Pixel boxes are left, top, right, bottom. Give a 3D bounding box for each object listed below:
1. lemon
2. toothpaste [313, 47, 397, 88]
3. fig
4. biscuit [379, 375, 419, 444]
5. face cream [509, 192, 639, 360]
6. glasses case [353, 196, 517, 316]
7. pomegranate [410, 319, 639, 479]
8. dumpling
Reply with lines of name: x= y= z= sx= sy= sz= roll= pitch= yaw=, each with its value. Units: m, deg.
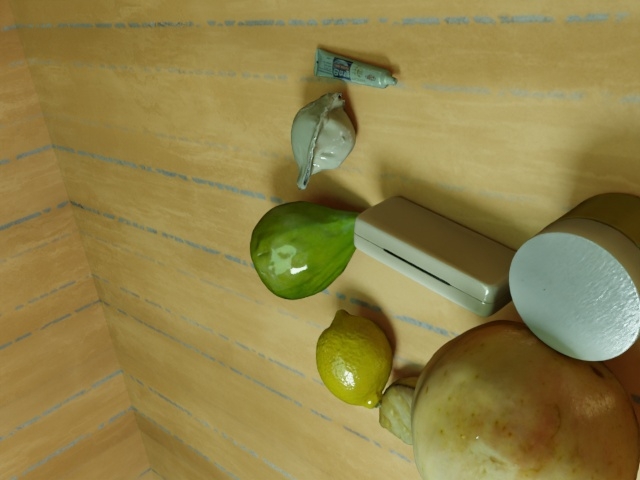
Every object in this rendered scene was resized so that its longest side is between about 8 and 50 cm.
lemon: x=0.080 y=0.280 z=1.707 sx=0.187 sy=0.187 sz=0.244 roll=-24 pitch=84 yaw=53
toothpaste: x=0.066 y=-0.341 z=1.462 sx=0.233 sy=0.038 sz=0.060 roll=26 pitch=127 yaw=41
fig: x=-0.028 y=-0.009 z=1.674 sx=0.233 sy=0.233 sz=0.314 roll=46 pitch=113 yaw=19
biscuit: x=0.253 y=0.419 z=1.670 sx=0.274 sy=0.091 sz=0.213 roll=36 pitch=134 yaw=41
face cream: x=0.442 y=0.054 z=1.152 sx=0.218 sy=0.179 sz=0.218 roll=28 pitch=131 yaw=36
glasses case: x=0.228 y=0.023 z=1.415 sx=0.336 sy=0.144 sz=0.076 roll=30 pitch=132 yaw=36
pomegranate: x=0.349 y=0.345 z=1.263 sx=0.411 sy=0.411 sz=0.412 roll=28 pitch=131 yaw=36
dumpling: x=-0.006 y=-0.197 z=1.534 sx=0.142 sy=0.172 sz=0.247 roll=22 pitch=142 yaw=0
